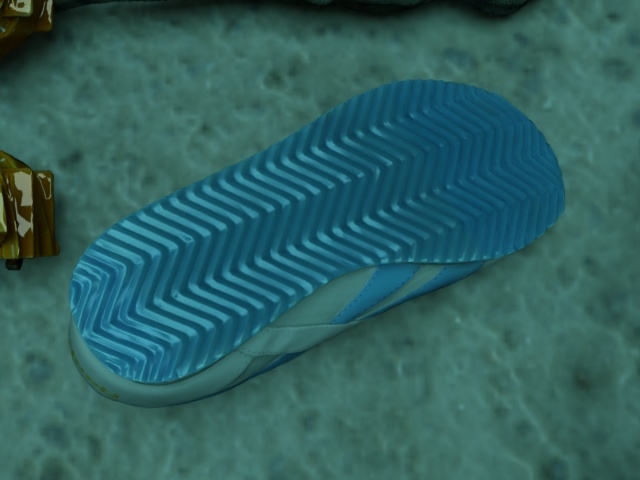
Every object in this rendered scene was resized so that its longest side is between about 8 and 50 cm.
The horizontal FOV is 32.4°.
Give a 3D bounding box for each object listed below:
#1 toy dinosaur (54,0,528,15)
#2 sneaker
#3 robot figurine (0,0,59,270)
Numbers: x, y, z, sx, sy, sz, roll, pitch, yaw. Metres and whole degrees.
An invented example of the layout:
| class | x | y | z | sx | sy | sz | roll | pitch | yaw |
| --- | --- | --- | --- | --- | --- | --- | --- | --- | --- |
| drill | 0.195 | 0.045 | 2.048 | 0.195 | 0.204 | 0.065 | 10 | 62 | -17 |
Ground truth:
| class | x | y | z | sx | sy | sz | roll | pitch | yaw |
| --- | --- | --- | --- | --- | --- | --- | --- | --- | --- |
| toy dinosaur | -0.013 | -0.151 | 0.486 | 0.268 | 0.064 | 0.118 | -2 | 120 | 2 |
| sneaker | 0.000 | 0.000 | 0.470 | 0.229 | 0.092 | 0.087 | -20 | 78 | -21 |
| robot figurine | -0.263 | -0.063 | 0.478 | 0.291 | 0.085 | 0.211 | -1 | 89 | 3 |
